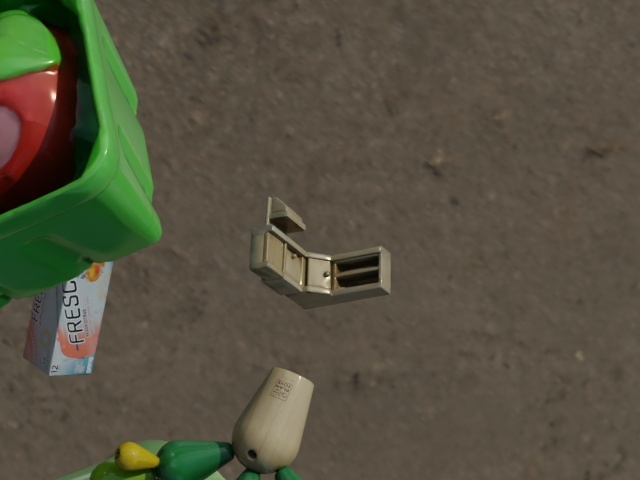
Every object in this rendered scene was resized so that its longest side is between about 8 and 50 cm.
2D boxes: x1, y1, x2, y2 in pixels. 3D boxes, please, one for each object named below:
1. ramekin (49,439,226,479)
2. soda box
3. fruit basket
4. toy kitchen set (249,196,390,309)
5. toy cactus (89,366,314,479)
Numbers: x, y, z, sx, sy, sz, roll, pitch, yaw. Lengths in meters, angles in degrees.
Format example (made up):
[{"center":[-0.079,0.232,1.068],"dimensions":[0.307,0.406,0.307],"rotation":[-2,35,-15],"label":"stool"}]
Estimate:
[{"center":[-0.189,0.352,1.319],"dimensions":[0.148,0.303,0.303],"rotation":[-9,121,-43],"label":"ramekin"},{"center":[-0.276,0.056,1.545],"dimensions":[0.058,0.063,0.183],"rotation":[1,105,-43],"label":"soda box"},{"center":[-0.343,-0.105,1.066],"dimensions":[0.392,0.283,0.392],"rotation":[-10,147,-7],"label":"fruit basket"},{"center":[0.000,0.000,1.018],"dimensions":[0.083,0.075,0.068],"rotation":[39,47,-53],"label":"toy kitchen set"},{"center":[-0.060,0.174,0.988],"dimensions":[0.180,0.219,0.112],"rotation":[-67,154,-15],"label":"toy cactus"}]
